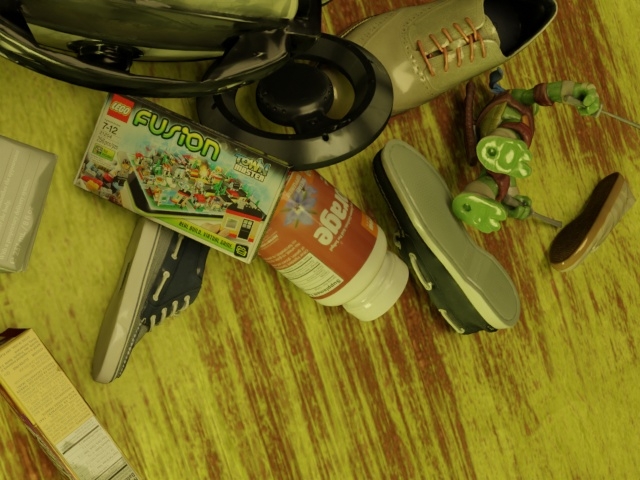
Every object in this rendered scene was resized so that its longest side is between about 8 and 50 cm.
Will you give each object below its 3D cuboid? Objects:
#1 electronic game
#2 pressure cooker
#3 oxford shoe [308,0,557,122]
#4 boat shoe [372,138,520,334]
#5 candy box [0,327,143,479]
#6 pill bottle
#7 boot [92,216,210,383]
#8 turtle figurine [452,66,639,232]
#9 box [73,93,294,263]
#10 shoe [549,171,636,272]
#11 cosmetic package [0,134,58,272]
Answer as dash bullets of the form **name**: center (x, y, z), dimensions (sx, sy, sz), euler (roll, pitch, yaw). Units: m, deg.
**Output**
- **electronic game**: center (-0.030, -0.167, 0.925), dimensions (0.229, 0.048, 0.229), euler (-1, 53, 2)
- **pressure cooker**: center (-0.171, -0.342, 0.750), dimensions (0.375, 0.369, 0.421), euler (23, 67, -73)
- **oxford shoe**: center (0.149, -0.260, 1.054), dimensions (0.397, 0.146, 0.141), euler (-32, 104, -29)
- **boat shoe**: center (0.147, 0.007, 1.055), dimensions (0.303, 0.091, 0.114), euler (56, 41, -11)
- **candy box**: center (-0.260, 0.173, 0.782), dimensions (0.053, 0.109, 0.187), euler (-37, 104, -28)
- **pill bottle**: center (0.000, 0.000, 0.950), dimensions (0.216, 0.121, 0.121), euler (39, 66, -22)
- **boot**: center (-0.179, 0.070, 0.864), dimensions (0.086, 0.069, 0.190), euler (22, 72, -24)
- **turtle figurine**: center (0.301, -0.110, 1.076), dimensions (0.275, 0.197, 0.266), euler (54, 41, -8)
- **box**: center (-0.145, -0.069, 0.844), dimensions (0.207, 0.036, 0.114), euler (24, 100, 2)
- **shoe**: center (0.428, -0.020, 1.236), dimensions (0.058, 0.076, 0.219), euler (49, 61, -11)
- **cosmetic package**: center (-0.385, -0.059, 0.738), dimensions (0.238, 0.107, 0.127), euler (18, 79, -31)
